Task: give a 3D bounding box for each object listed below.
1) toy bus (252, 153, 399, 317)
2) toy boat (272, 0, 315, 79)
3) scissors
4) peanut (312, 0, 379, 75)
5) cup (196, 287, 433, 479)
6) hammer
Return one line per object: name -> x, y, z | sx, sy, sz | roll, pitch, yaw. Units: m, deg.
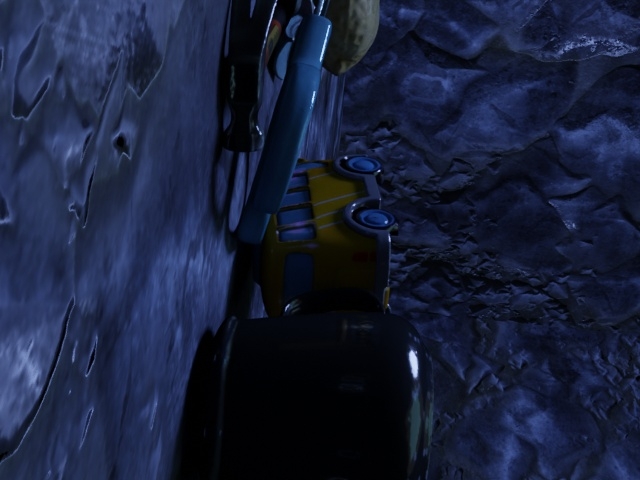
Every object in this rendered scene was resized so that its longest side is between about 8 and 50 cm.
toy bus -> 0.000, 0.000, 0.883 | 0.209, 0.136, 0.126 | -96, -172, -58
toy boat -> -0.036, -0.202, 0.909 | 0.122, 0.034, 0.096 | -65, 174, -64
scissors -> 0.000, -0.211, 0.811 | 0.192, 0.029, 0.447 | 121, -14, -65
peanut -> 0.029, -0.356, 1.214 | 0.125, 0.111, 0.275 | -104, -164, -48
cup -> -0.004, 0.122, 0.709 | 0.223, 0.176, 0.169 | -86, 177, -51
hammer -> -0.044, -0.180, 0.759 | 0.288, 0.033, 0.111 | -80, 176, -61
